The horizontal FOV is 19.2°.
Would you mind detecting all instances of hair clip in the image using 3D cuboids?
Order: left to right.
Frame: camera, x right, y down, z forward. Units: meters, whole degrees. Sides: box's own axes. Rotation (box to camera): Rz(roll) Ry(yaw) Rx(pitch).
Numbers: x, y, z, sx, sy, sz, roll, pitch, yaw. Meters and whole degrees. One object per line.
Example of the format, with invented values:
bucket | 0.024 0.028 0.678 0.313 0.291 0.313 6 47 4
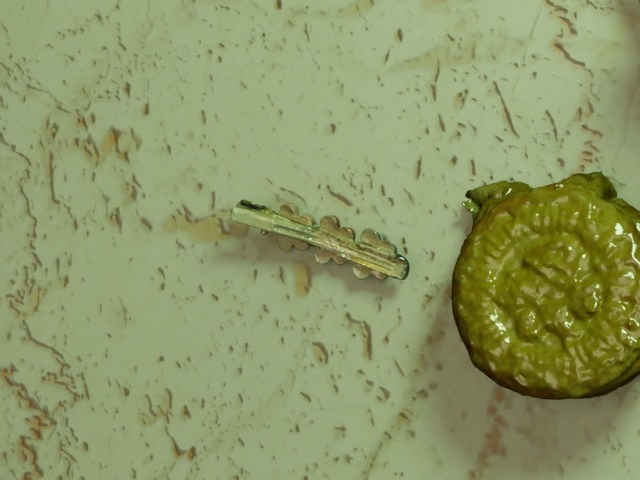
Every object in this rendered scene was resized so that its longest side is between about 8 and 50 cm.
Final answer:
hair clip | 0.002 -0.002 2.074 0.213 0.056 0.062 18 109 12

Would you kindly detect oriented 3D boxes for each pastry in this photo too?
pastry | 0.248 0.048 1.928 0.240 0.132 0.235 -3 89 21
